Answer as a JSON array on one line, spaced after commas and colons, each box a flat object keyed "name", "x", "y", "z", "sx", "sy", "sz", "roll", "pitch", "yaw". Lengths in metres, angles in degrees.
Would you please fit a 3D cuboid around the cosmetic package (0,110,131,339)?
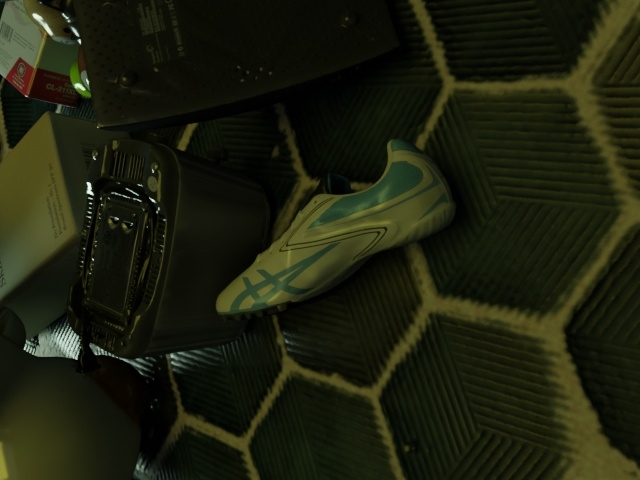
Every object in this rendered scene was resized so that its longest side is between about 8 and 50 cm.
[{"name": "cosmetic package", "x": -0.347, "y": -0.003, "z": 0.820, "sx": 0.309, "sy": 0.113, "sz": 0.160, "roll": -33, "pitch": 68, "yaw": 31}]

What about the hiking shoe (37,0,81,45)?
[{"name": "hiking shoe", "x": -0.164, "y": -0.275, "z": 0.648, "sx": 0.086, "sy": 0.114, "sz": 0.227, "roll": 19, "pitch": 68, "yaw": 44}]

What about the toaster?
[{"name": "toaster", "x": -0.139, "y": 0.019, "z": 0.628, "sx": 0.129, "sy": 0.146, "sz": 0.227, "roll": 13, "pitch": 95, "yaw": 39}]

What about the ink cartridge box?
[{"name": "ink cartridge box", "x": -0.349, "y": -0.281, "z": 0.862, "sx": 0.127, "sy": 0.072, "sz": 0.175, "roll": 37, "pitch": 110, "yaw": 34}]

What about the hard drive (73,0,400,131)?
[{"name": "hard drive", "x": -0.076, "y": -0.189, "z": 0.574, "sx": 0.254, "sy": 0.054, "sz": 0.172, "roll": -16, "pitch": 75, "yaw": -1}]

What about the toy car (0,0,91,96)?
[{"name": "toy car", "x": -0.267, "y": -0.235, "z": 0.720, "sx": 0.155, "sy": 0.188, "sz": 0.149, "roll": 9, "pitch": 93, "yaw": 39}]

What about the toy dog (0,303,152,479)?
[{"name": "toy dog", "x": -0.373, "y": 0.156, "z": 0.663, "sx": 0.395, "sy": 0.407, "sz": 0.285, "roll": -26, "pitch": 41, "yaw": 43}]

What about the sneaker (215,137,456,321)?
[{"name": "sneaker", "x": 0.000, "y": 0.000, "z": 0.556, "sx": 0.237, "sy": 0.085, "sz": 0.086, "roll": -32, "pitch": 80, "yaw": 27}]
